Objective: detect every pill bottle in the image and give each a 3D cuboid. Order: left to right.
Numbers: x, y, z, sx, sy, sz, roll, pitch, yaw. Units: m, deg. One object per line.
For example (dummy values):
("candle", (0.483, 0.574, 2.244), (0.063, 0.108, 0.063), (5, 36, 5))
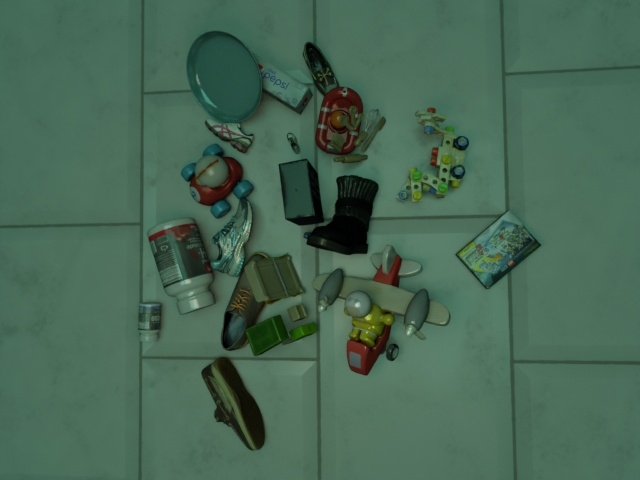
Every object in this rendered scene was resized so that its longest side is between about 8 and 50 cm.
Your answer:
("pill bottle", (-0.624, 0.296, 1.811), (0.078, 0.078, 0.137), (1, 88, 7))
("pill bottle", (-0.482, 0.093, 1.755), (0.176, 0.176, 0.318), (-20, 86, 5))

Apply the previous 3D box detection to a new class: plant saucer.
("plant saucer", (-0.335, -0.579, 1.764), (0.318, 0.044, 0.317), (13, 123, 21))

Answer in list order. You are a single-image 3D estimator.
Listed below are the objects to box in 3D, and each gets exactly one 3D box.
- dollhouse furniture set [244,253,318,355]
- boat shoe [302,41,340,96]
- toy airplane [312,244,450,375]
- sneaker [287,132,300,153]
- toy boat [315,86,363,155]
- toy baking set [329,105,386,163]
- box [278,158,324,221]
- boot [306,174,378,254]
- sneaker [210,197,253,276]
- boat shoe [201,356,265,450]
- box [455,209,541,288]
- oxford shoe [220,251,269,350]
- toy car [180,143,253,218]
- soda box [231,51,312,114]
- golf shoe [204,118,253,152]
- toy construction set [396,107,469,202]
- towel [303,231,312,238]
("dollhouse furniture set", (-0.167, 0.217, 1.730), (0.151, 0.197, 0.301), (-33, 73, 38))
("boat shoe", (0.002, -0.605, 1.785), (0.081, 0.069, 0.227), (-30, 84, 4))
("toy airplane", (0.178, 0.195, 1.622), (0.386, 0.272, 0.384), (-36, 61, 21))
("sneaker", (-0.098, -0.357, 1.801), (0.032, 0.037, 0.083), (-28, 83, 6))
("toy boat", (0.066, -0.415, 1.716), (0.151, 0.151, 0.231), (11, 96, 1))
("toy baking set", (0.136, -0.359, 1.707), (0.030, 0.256, 0.196), (34, 119, 39))
("box", (-0.060, -0.153, 1.674), (0.103, 0.261, 0.184), (-10, 86, 6))
("boot", (0.076, -0.091, 1.628), (0.131, 0.348, 0.260), (11, 94, 24))
("sneaker", (-0.315, -0.016, 1.756), (0.122, 0.110, 0.283), (12, 88, -17))
("boat shoe", (-0.316, 0.587, 1.751), (0.123, 0.123, 0.342), (-32, 84, 18))
("box", (0.605, 0.032, 1.697), (0.233, 0.044, 0.159), (-40, 84, 3))
("oxford shoe", (-0.259, 0.217, 1.744), (0.130, 0.133, 0.363), (15, 89, 8))
("toy car", (-0.387, -0.221, 1.728), (0.210, 0.238, 0.219), (-40, 83, 3))
("soda box", (-0.173, -0.573, 1.789), (0.286, 0.098, 0.091), (33, 94, 8))
("golf shoe", (-0.333, -0.399, 1.819), (0.186, 0.067, 0.086), (32, 87, -2))
("toy construction set", (0.388, -0.280, 1.695), (0.215, 0.151, 0.327), (8, 99, 7))
("towel", (0.000, 0.000, 1.758), (0.119, 0.067, 0.029), (23, 92, 7))
